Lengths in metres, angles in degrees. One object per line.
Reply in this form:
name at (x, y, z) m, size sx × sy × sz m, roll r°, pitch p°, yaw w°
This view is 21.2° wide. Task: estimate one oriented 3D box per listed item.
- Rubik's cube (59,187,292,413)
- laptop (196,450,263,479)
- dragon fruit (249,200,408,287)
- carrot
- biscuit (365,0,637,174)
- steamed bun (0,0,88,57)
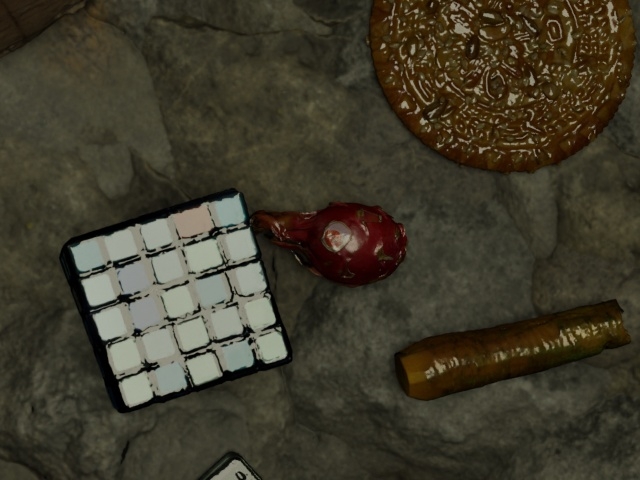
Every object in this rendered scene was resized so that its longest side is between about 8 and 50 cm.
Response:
Rubik's cube at (-0.150, 0.062, 1.724) m, size 0.187 × 0.182 × 0.184 m, roll -17°, pitch 91°, yaw -10°
laptop at (-0.117, 0.343, 1.795) m, size 0.207 × 0.026 × 0.154 m, roll -42°, pitch 95°, yaw -8°
dragon fruit at (0.000, 0.000, 1.802) m, size 0.190 × 0.094 × 0.094 m, roll 8°, pitch 86°, yaw -4°
carrot at (0.208, 0.116, 1.837) m, size 0.260 × 0.070 × 0.070 m, roll -12°, pitch 90°, yaw -10°
biscuit at (0.202, -0.221, 1.868) m, size 0.305 × 0.038 × 0.305 m, roll 0°, pitch 87°, yaw -9°
steamed bun at (-0.360, -0.295, 1.687) m, size 0.301 × 0.251 × 0.199 m, roll -30°, pitch 82°, yaw -13°
